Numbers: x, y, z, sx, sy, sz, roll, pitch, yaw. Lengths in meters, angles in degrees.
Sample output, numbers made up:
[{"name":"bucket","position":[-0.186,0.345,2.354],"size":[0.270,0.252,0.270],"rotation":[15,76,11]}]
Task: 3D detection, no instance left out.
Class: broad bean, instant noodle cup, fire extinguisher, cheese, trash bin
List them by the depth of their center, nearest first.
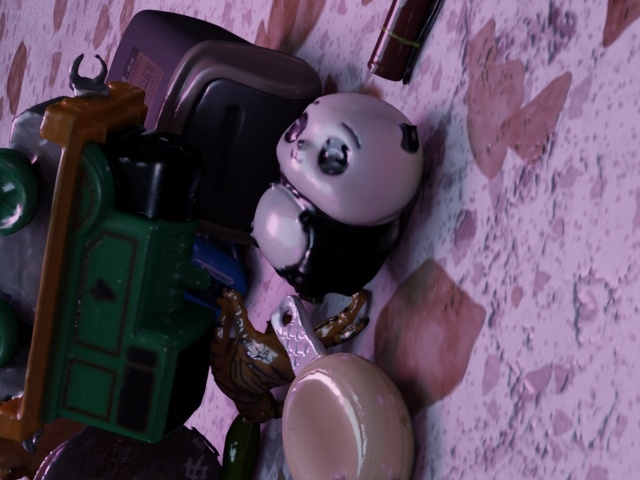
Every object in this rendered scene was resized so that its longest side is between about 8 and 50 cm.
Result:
[{"name":"cheese","position":[0.007,0.143,1.535],"size":[0.137,0.064,0.227],"rotation":[-52,48,32]},{"name":"fire extinguisher","position":[0.084,-0.217,1.623],"size":[0.056,0.039,0.132],"rotation":[36,116,30]},{"name":"broad bean","position":[-0.091,0.289,1.795],"size":[0.069,0.039,0.227],"rotation":[145,132,-67]},{"name":"trash bin","position":[-0.121,-0.128,1.850],"size":[0.290,0.182,0.209],"rotation":[41,118,56]},{"name":"instant noodle cup","position":[-0.224,0.297,1.901],"size":[0.207,0.217,0.217],"rotation":[162,117,-71]}]

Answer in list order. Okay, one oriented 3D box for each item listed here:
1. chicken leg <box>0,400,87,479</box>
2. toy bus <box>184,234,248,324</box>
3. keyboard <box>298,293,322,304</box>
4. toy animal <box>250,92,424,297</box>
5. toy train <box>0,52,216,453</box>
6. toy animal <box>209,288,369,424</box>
[{"name":"chicken leg","position":[-0.346,0.180,2.100],"size":[0.182,0.295,0.409],"rotation":[59,143,28]},{"name":"toy bus","position":[-0.171,-0.002,2.004],"size":[0.134,0.113,0.246],"rotation":[-45,35,20]},{"name":"keyboard","position":[0.000,0.000,1.746],"size":[0.049,0.015,0.129],"rotation":[-165,87,-67]},{"name":"toy animal","position":[0.013,-0.054,1.584],"size":[0.166,0.138,0.179],"rotation":[47,129,43]},{"name":"toy train","position":[-0.221,0.032,1.707],"size":[0.178,0.249,0.429],"rotation":[-37,-38,-66]},{"name":"toy animal","position":[-0.037,0.106,1.656],"size":[0.255,0.114,0.116],"rotation":[-24,60,60]}]
